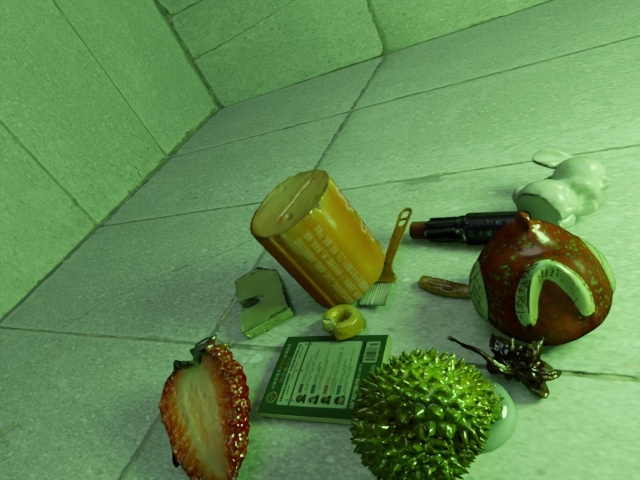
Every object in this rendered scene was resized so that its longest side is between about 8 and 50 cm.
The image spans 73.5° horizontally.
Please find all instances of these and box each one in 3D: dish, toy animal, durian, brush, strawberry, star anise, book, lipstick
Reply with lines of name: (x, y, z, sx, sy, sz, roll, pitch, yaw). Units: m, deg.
dish: (0.251, 0.272, 0.726, 0.141, 0.078, 0.141, -20, 35, 15)
toy animal: (0.542, -0.116, 0.982, 0.193, 0.127, 0.178, -45, 35, -19)
durian: (0.150, 0.274, 0.660, 0.237, 0.176, 0.200, -45, 54, 14)
brush: (0.180, 0.034, 1.097, 0.090, 0.017, 0.314, -9, 46, 45)
strawberry: (-0.227, 0.383, 0.918, 0.233, 0.138, 0.306, -38, 56, 21)
star anise: (0.314, 0.203, 0.750, 0.070, 0.097, 0.191, -31, 30, -31)
book: (0.010, 0.291, 0.925, 0.264, 0.027, 0.202, -8, 39, 28)
lipstick: (0.355, -0.028, 1.046, 0.300, 0.081, 0.081, -1, 42, 44)

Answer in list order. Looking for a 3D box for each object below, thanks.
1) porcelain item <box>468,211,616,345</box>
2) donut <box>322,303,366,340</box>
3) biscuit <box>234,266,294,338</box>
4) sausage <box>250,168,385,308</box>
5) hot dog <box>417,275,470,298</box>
porcelain item: (0.388, 0.053, 0.779, 0.253, 0.253, 0.253, -20, 35, 14)
donut: (0.054, 0.185, 0.997, 0.097, 0.043, 0.108, -29, 25, -27)
biscuit: (-0.167, 0.160, 1.211, 0.147, 0.046, 0.250, -30, 34, 0)
sausage: (0.000, 0.000, 1.060, 0.233, 0.287, 0.233, -25, 35, 19)
hot dog: (0.280, 0.106, 0.971, 0.137, 0.028, 0.044, 14, 59, 44)
